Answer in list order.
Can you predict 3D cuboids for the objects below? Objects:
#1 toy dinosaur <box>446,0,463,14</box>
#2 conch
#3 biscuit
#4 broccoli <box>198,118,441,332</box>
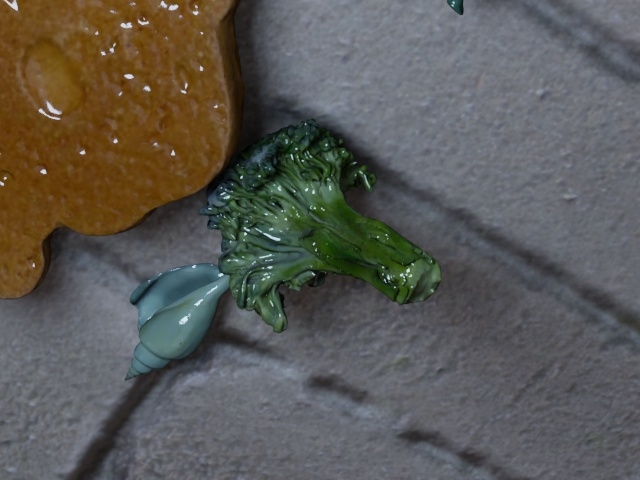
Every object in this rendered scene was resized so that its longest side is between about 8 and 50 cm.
[{"bbox_3d":[0.084,-0.303,1.812,0.292,0.079,0.120,13,114,-18],"label":"toy dinosaur"},{"bbox_3d":[-0.164,0.087,2.040,0.180,0.088,0.065,-48,159,14],"label":"conch"},{"bbox_3d":[-0.275,-0.156,1.825,0.455,0.078,0.350,-29,108,17],"label":"biscuit"},{"bbox_3d":[-0.015,0.011,1.875,0.198,0.275,0.177,-44,140,11],"label":"broccoli"}]
